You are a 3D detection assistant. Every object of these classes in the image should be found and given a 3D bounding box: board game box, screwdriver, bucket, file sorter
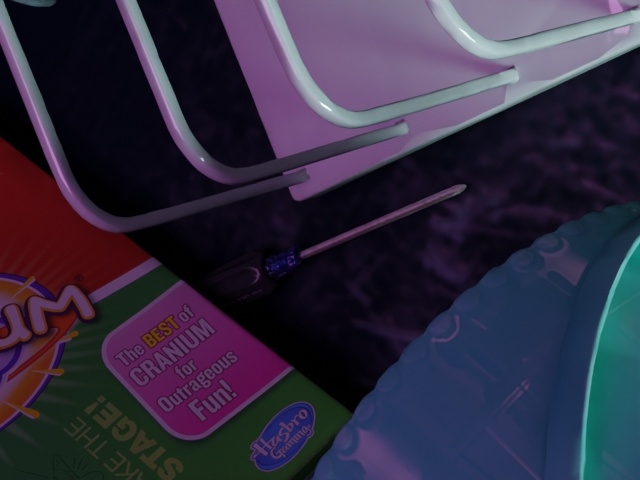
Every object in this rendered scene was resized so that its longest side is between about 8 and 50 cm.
[{"bbox_3d":[-0.176,0.089,0.821,0.316,0.242,0.064,36,153,25],"label":"board game box"},{"bbox_3d":[0.000,0.000,0.807,0.170,0.024,0.025,-28,112,36],"label":"screwdriver"},{"bbox_3d":[0.127,0.131,0.592,0.183,0.281,0.281,41,122,32],"label":"bucket"},{"bbox_3d":[0.014,-0.138,0.668,0.277,0.173,0.193,-24,87,37],"label":"file sorter"}]

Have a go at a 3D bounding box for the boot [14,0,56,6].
[{"bbox_3d":[-0.123,-0.269,0.608,0.222,0.118,0.338,-41,52,29],"label":"boot"}]
